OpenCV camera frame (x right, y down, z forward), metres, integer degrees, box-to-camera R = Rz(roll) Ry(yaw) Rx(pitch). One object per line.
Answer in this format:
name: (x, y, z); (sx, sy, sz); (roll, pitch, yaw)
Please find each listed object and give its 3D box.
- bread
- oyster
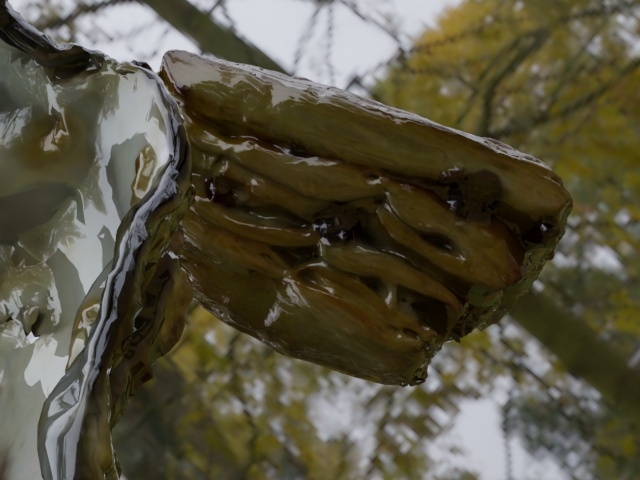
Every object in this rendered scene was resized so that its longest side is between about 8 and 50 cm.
bread: (0.000, 0.000, 1.162); (0.277, 0.325, 0.167); (79, -152, -76)
oyster: (-0.110, 0.041, 0.410); (0.214, 0.222, 0.083); (-25, -38, 31)
